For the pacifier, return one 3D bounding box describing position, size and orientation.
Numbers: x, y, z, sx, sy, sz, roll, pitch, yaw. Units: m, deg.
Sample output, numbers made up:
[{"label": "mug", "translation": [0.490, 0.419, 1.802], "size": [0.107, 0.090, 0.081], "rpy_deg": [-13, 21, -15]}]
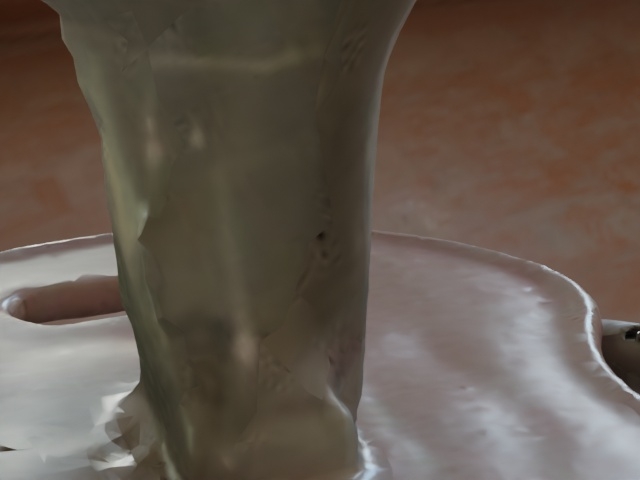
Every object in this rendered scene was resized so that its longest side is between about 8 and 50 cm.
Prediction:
[{"label": "pacifier", "translation": [-0.015, 0.030, 0.444], "size": [0.220, 0.273, 0.332], "rpy_deg": [-40, 23, -1]}]
